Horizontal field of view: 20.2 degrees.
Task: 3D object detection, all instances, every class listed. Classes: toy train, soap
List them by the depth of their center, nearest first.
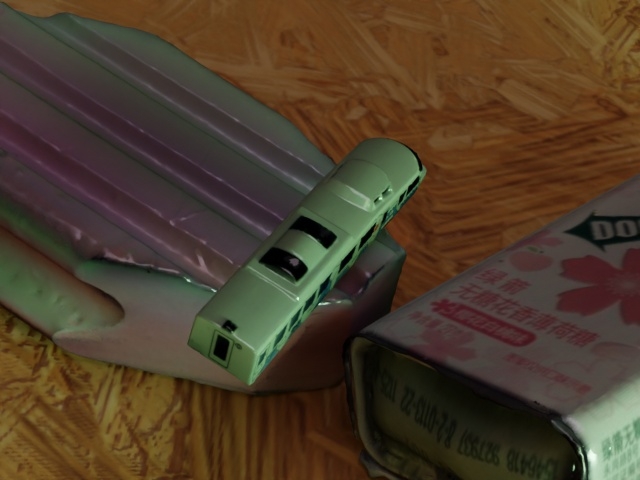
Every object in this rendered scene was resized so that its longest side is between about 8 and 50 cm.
[{"bbox_3d":[0.000,0.000,1.029,0.043,0.047,0.207,31,48,13],"label":"toy train"},{"bbox_3d":[-0.113,-0.022,1.126,0.324,0.109,0.193,32,47,16],"label":"soap"}]

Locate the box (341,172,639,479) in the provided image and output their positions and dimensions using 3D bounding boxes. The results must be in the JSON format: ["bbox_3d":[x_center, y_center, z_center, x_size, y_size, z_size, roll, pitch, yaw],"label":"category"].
[{"bbox_3d":[0.201,0.056,1.111,0.369,0.112,0.190,-27,33,-34],"label":"box"}]
